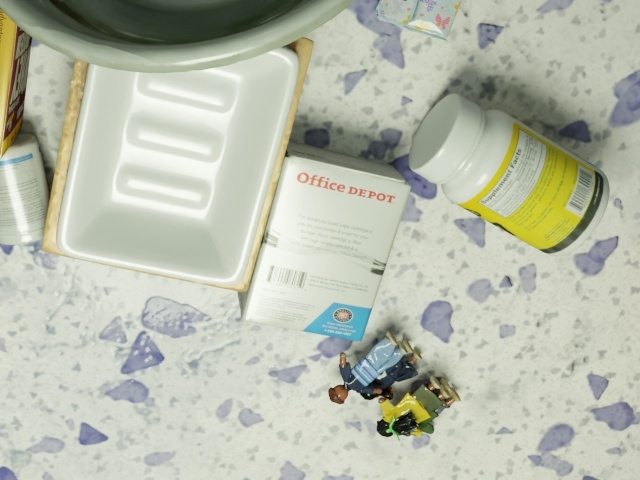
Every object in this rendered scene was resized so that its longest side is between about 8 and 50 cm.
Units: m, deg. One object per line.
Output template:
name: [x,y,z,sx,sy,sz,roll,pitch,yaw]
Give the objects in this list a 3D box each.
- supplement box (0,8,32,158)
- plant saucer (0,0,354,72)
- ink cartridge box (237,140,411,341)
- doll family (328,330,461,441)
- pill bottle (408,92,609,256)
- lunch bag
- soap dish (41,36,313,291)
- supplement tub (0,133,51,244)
supplement box: [-0.391,-0.200,0.923,0.194,0.129,0.191,9,109,-12]
plant saucer: [-0.108,-0.298,0.857,0.401,0.400,0.100,-19,153,-1]
ink cartridge box: [0.000,0.000,1.085,0.148,0.086,0.203,12,108,-14]
doll family: [0.089,0.193,1.185,0.111,0.076,0.193,-39,107,12]
pill bottle: [0.213,-0.076,1.072,0.209,0.119,0.119,27,104,-17]
lunch bag: [0.108,-0.262,1.020,0.083,0.053,0.071,19,106,-6]
soap dish: [-0.156,-0.105,1.003,0.229,0.118,0.290,12,109,-13]
supplement tub: [-0.331,-0.057,1.019,0.071,0.071,0.107,-9,111,-6]
